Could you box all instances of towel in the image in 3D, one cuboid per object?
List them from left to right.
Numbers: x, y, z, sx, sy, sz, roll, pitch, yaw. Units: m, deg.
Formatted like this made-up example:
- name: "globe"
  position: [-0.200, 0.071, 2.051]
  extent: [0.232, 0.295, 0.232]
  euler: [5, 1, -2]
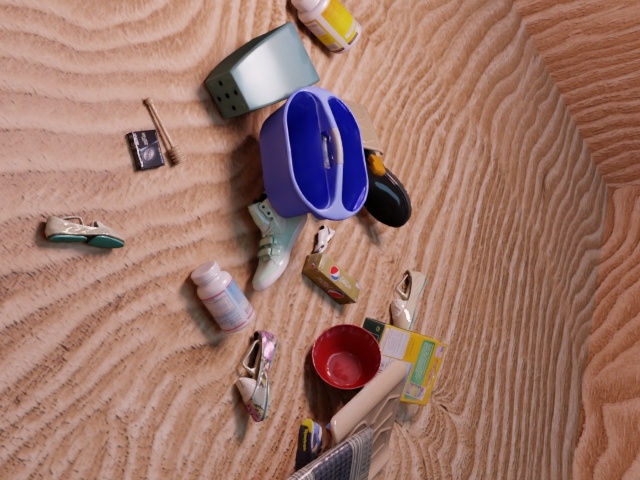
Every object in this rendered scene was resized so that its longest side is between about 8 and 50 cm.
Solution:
- name: "towel"
  position: [-0.003, 0.619, 1.649]
  extent: [0.312, 0.056, 0.324]
  euler: [-22, 128, -42]

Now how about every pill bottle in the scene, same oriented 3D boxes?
- name: "pill bottle"
  position: [-0.224, 0.127, 1.594]
  extent: [0.160, 0.087, 0.087]
  euler: [60, 43, -21]
- name: "pill bottle"
  position: [0.014, -0.652, 2.051]
  extent: [0.215, 0.117, 0.117]
  euler: [36, 55, -40]

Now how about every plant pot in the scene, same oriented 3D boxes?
- name: "plant pot"
  position: [-0.159, -0.408, 1.757]
  extent: [0.234, 0.166, 0.165]
  euler: [-42, 114, -38]

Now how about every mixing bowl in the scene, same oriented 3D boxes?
- name: "mixing bowl"
  position: [0.065, 0.322, 1.858]
  extent: [0.098, 0.182, 0.181]
  euler: [97, 9, -58]

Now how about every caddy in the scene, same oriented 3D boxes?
- name: "caddy"
  position: [-0.006, -0.204, 1.722]
  extent: [0.241, 0.179, 0.341]
  euler: [1, 75, -37]

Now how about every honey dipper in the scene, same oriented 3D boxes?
- name: "honey dipper"
  position: [-0.351, -0.248, 1.584]
  extent: [0.030, 0.031, 0.160]
  euler: [-38, 106, -48]

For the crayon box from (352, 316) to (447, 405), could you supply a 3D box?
- name: "crayon box"
  position: [0.220, 0.355, 2.026]
  extent: [0.323, 0.083, 0.203]
  euler: [23, 86, -45]

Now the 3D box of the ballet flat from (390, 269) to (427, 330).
- name: "ballet flat"
  position: [0.259, 0.188, 2.181]
  extent: [0.086, 0.086, 0.248]
  euler: [51, 45, -29]

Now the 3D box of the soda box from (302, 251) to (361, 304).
- name: "soda box"
  position: [0.032, 0.106, 1.927]
  extent: [0.181, 0.061, 0.058]
  euler: [43, 51, -36]

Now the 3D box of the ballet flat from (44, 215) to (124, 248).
- name: "ballet flat"
  position: [-0.456, -0.020, 1.379]
  extent: [0.168, 0.057, 0.052]
  euler: [10, 63, -49]

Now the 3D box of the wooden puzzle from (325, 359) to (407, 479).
- name: "wooden puzzle"
  position: [0.095, 0.509, 1.820]
  extent: [0.322, 0.081, 0.347]
  euler: [-32, 136, -45]

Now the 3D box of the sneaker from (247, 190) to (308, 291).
- name: "sneaker"
  position: [-0.143, -0.007, 1.732]
  extent: [0.151, 0.094, 0.255]
  euler: [38, 58, -25]

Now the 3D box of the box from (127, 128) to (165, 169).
- name: "box"
  position: [-0.381, -0.199, 1.540]
  extent: [0.067, 0.018, 0.083]
  euler: [-18, 95, -51]

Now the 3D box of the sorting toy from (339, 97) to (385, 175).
- name: "sorting toy"
  position: [0.071, -0.300, 1.967]
  extent: [0.229, 0.041, 0.307]
  euler: [13, 42, -29]

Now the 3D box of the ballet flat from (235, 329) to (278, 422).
- name: "ballet flat"
  position: [-0.154, 0.314, 1.654]
  extent: [0.079, 0.077, 0.221]
  euler: [24, 56, -24]

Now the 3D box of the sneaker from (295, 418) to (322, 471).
- name: "sneaker"
  position: [-0.023, 0.526, 1.766]
  extent: [0.059, 0.053, 0.144]
  euler: [33, 58, -44]

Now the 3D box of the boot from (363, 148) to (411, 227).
- name: "boot"
  position: [0.101, -0.135, 2.004]
  extent: [0.348, 0.131, 0.260]
  euler: [52, 39, -8]

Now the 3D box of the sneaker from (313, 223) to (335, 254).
- name: "sneaker"
  position: [0.000, 0.000, 1.941]
  extent: [0.044, 0.040, 0.109]
  euler: [42, 46, -15]
